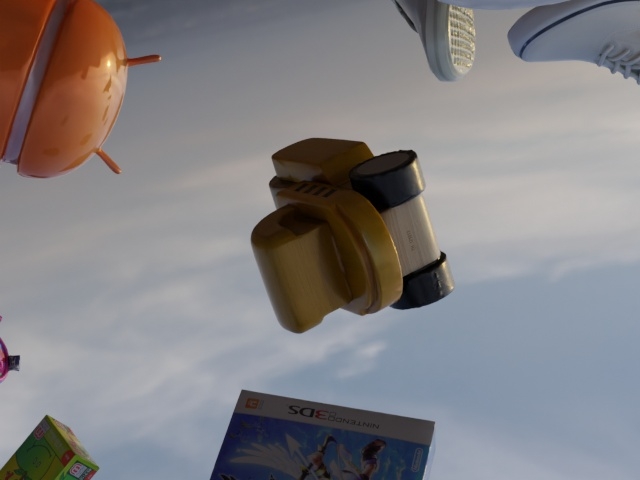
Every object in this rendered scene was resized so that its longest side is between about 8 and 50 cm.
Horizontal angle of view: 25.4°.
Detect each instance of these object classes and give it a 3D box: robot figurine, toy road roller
[{"bbox_3d":[-0.219,-0.112,0.901,0.219,0.158,0.128,18,159,-10],"label":"robot figurine"},{"bbox_3d":[0.000,0.000,1.899,0.241,0.202,0.329,-26,-160,-24],"label":"toy road roller"}]

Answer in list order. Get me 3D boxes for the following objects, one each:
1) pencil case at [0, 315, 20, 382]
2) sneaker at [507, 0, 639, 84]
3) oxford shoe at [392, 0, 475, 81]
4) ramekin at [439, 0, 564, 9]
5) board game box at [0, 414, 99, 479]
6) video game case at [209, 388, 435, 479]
[{"bbox_3d":[-0.486,0.178,1.762,0.236,0.104,0.104,-30,179,24],"label":"pencil case"},{"bbox_3d":[0.305,-0.191,1.355,0.258,0.091,0.094,-10,156,-20],"label":"sneaker"},{"bbox_3d":[0.137,-0.362,1.932,0.130,0.169,0.449,-8,-137,8],"label":"oxford shoe"},{"bbox_3d":[0.147,-0.261,0.796,0.273,0.127,0.273,-18,158,-8],"label":"ramekin"},{"bbox_3d":[-0.346,0.303,1.657,0.181,0.043,0.092,-50,-138,-1],"label":"board game box"},{"bbox_3d":[-0.010,0.307,1.636,0.244,0.061,0.269,8,-134,11],"label":"video game case"}]
